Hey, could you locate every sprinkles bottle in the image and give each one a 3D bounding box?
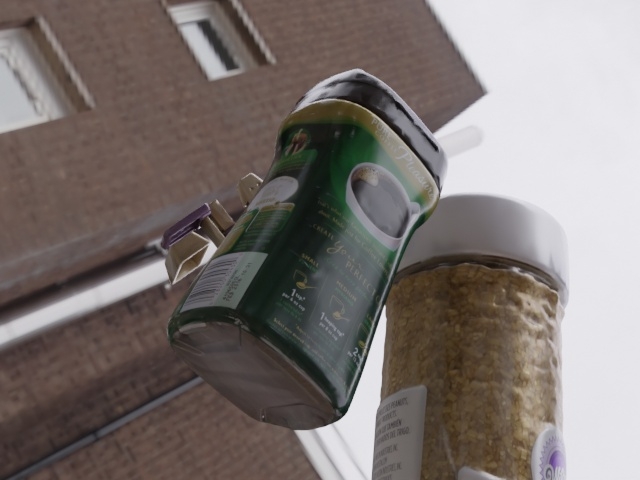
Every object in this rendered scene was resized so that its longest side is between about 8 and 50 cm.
[{"bbox_3d":[0.087,0.148,0.686,0.121,0.121,0.355,-22,-130,40],"label":"sprinkles bottle"}]

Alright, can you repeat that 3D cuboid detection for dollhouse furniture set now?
[{"bbox_3d":[-0.071,0.017,0.936,0.081,0.091,0.114,51,-23,6],"label":"dollhouse furniture set"}]

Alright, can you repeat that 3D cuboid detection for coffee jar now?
[{"bbox_3d":[0.000,0.000,0.613,0.079,0.184,0.096,-14,-51,45],"label":"coffee jar"}]
